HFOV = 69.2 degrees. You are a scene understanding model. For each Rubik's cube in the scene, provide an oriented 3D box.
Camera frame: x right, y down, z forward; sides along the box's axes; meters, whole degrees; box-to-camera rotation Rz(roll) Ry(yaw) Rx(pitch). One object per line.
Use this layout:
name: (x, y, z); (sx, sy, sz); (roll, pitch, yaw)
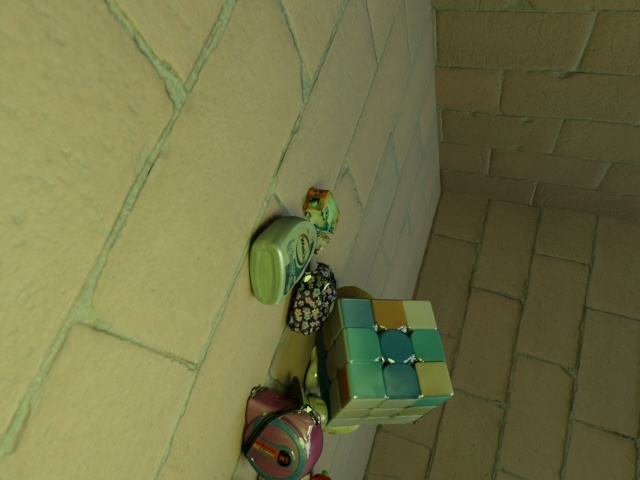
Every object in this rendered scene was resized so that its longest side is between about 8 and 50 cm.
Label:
Rubik's cube: (0.195, 0.422, 1.591); (0.347, 0.347, 0.344); (114, -25, -51)

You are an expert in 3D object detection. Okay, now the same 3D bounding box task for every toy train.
toy train: (0.007, -0.095, 1.487); (0.188, 0.072, 0.099); (62, 45, -60)

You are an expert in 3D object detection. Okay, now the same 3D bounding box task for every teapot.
teapot: (-0.009, 0.521, 1.769); (0.145, 0.092, 0.226); (19, 87, -68)

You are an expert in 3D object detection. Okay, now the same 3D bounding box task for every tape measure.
tape measure: (-0.106, 0.565, 1.349); (0.149, 0.232, 0.245); (-10, 114, -68)

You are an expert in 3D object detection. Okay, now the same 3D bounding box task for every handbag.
handbag: (-0.015, 0.193, 1.514); (0.208, 0.127, 0.228); (-20, 127, -73)

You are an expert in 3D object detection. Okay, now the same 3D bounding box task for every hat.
hat: (-0.032, 0.576, 1.534); (0.252, 0.110, 0.251); (-178, -90, -75)

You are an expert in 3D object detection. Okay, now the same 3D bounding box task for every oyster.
oyster: (-0.001, -0.001, 1.567); (0.086, 0.029, 0.132); (-46, 157, -29)

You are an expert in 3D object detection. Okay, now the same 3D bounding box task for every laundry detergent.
laundry detergent: (-0.084, 0.035, 1.283); (0.280, 0.105, 0.214); (-44, 141, -58)

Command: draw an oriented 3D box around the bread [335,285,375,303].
bread: (0.121, 0.277, 1.821); (0.170, 0.197, 0.197); (93, 21, -43)

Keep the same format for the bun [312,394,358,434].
bun: (0.111, 0.632, 1.939); (0.352, 0.227, 0.348); (12, 88, -71)

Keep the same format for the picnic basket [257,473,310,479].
picnic basket: (-0.123, 0.799, 1.525); (0.115, 0.164, 0.079); (52, 44, -64)

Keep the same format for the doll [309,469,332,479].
doll: (-0.022, 1.077, 1.935); (0.182, 0.160, 0.363); (-66, 157, -12)

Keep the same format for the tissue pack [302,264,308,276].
tissue pack: (-0.066, 0.066, 1.440); (0.083, 0.035, 0.063); (70, 37, -57)
